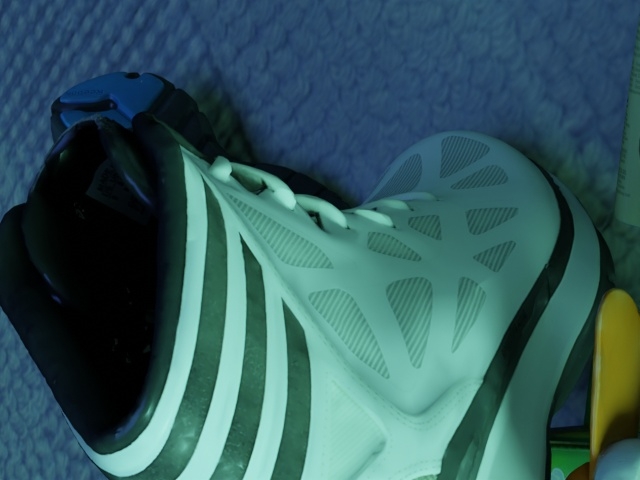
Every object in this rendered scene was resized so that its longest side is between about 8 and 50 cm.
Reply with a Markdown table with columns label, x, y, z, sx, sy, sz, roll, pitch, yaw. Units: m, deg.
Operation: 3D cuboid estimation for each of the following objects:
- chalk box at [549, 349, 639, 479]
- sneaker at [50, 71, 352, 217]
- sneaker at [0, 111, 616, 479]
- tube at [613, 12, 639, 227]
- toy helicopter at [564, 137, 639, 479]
| label | x | y | z | sx | sy | sz | roll | pitch | yaw |
| --- | --- | --- | --- | --- | --- | --- | --- | --- | --- |
| chalk box | 0.161 | 0.155 | 0.914 | 0.132 | 0.132 | 0.213 | -7 | 85 | 52 |
| sneaker | -0.062 | 0.014 | 1.237 | 0.341 | 0.125 | 0.139 | 45 | 150 | 39 |
| sneaker | 0.001 | 0.000 | 0.873 | 0.169 | 0.257 | 0.447 | -34 | 18 | 24 |
| tube | 0.192 | -0.125 | 0.920 | 0.070 | 0.062 | 0.240 | -150 | 62 | -70 |
| toy helicopter | 0.195 | 0.061 | 0.771 | 0.235 | 0.140 | 0.355 | -25 | 44 | 16 |
